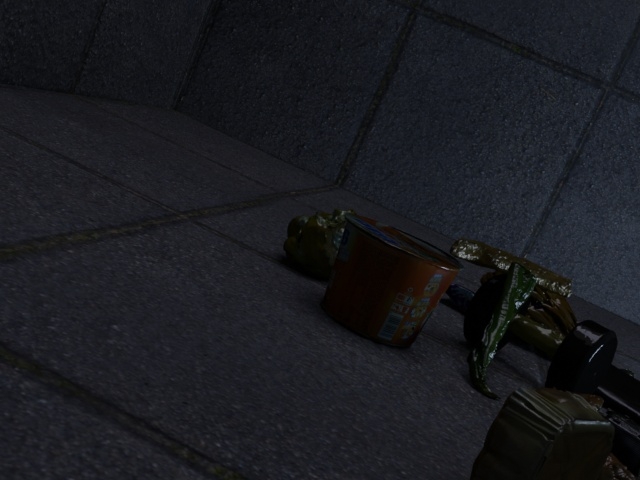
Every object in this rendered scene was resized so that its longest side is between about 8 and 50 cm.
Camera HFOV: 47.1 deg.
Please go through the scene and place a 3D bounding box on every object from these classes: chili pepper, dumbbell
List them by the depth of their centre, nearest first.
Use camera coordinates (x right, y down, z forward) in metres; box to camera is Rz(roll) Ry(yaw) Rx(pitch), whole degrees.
[{"bbox_3d":[0.405,0.199,1.649,0.085,0.359,0.076,42,-36,-15],"label":"chili pepper"},{"bbox_3d":[0.532,0.237,1.800,0.322,0.204,0.203,32,14,37],"label":"dumbbell"}]

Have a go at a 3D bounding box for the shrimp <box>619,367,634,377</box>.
[{"bbox_3d":[0.884,0.418,2.097,0.150,0.051,0.217,35,23,33],"label":"shrimp"}]

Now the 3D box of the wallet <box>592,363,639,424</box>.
[{"bbox_3d":[0.789,0.398,1.902,0.377,0.051,0.197,32,27,32],"label":"wallet"}]

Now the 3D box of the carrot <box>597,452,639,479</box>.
[{"bbox_3d":[0.495,0.427,1.145,0.102,0.102,0.263,17,16,-31],"label":"carrot"}]

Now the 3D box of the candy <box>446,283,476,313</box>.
[{"bbox_3d":[0.469,0.201,2.191,0.275,0.070,0.145,36,9,36],"label":"candy"}]

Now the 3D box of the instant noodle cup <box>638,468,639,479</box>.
[{"bbox_3d":[0.652,0.405,1.227,0.190,0.251,0.251,17,9,15],"label":"instant noodle cup"}]

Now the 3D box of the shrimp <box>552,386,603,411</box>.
[{"bbox_3d":[0.532,0.350,1.559,0.115,0.051,0.217,-17,-1,4],"label":"shrimp"}]

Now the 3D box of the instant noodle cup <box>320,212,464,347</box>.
[{"bbox_3d":[0.143,0.092,1.645,0.296,0.214,0.296,23,11,-5],"label":"instant noodle cup"}]

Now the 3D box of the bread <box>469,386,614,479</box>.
[{"bbox_3d":[0.312,0.308,1.047,0.210,0.192,0.110,12,14,-44],"label":"bread"}]

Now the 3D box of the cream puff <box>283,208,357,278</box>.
[{"bbox_3d":[0.000,0.006,1.920,0.221,0.195,0.194,-7,31,-46],"label":"cream puff"}]

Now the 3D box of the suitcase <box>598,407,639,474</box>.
[{"bbox_3d":[0.615,0.407,1.486,0.059,0.086,0.126,-8,30,-41],"label":"suitcase"}]

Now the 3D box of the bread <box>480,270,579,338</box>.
[{"bbox_3d":[0.638,0.190,2.183,0.324,0.167,0.277,41,12,2],"label":"bread"}]

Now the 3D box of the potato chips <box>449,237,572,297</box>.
[{"bbox_3d":[0.456,0.058,1.796,0.407,0.057,0.080,19,4,-29],"label":"potato chips"}]
